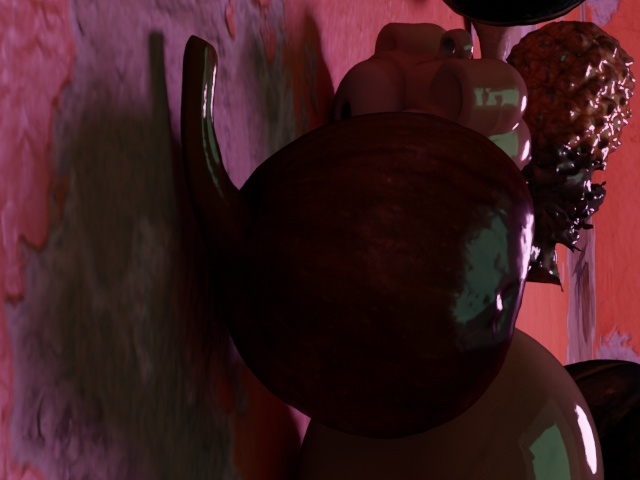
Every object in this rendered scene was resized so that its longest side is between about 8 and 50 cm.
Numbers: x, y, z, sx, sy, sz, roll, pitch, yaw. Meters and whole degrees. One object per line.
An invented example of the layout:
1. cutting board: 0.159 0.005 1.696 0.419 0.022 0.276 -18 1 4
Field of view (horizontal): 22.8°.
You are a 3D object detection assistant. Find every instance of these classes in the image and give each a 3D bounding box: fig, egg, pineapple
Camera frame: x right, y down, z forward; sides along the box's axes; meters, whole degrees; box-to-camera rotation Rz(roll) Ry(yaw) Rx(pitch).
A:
1. fig: 0.002 0.008 0.826 0.175 0.207 0.175 -44 -142 49
2. egg: 0.075 0.161 0.964 0.186 0.186 0.241 -46 148 -70
3. pineapple: 0.268 -0.081 1.823 0.169 0.169 0.340 65 34 -56

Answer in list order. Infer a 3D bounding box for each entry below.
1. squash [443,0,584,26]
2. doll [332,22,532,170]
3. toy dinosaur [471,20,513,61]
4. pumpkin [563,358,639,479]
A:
1. squash: 0.172 -0.316 1.423 0.252 0.165 0.252 -1 90 -78
2. doll: 0.076 -0.009 1.092 0.154 0.119 0.278 20 -68 61
3. toy dinosaur: 0.193 -0.230 1.699 0.200 0.072 0.251 67 14 -78
4. pumpkin: 0.296 0.272 1.586 0.241 0.323 0.323 -41 144 -16
